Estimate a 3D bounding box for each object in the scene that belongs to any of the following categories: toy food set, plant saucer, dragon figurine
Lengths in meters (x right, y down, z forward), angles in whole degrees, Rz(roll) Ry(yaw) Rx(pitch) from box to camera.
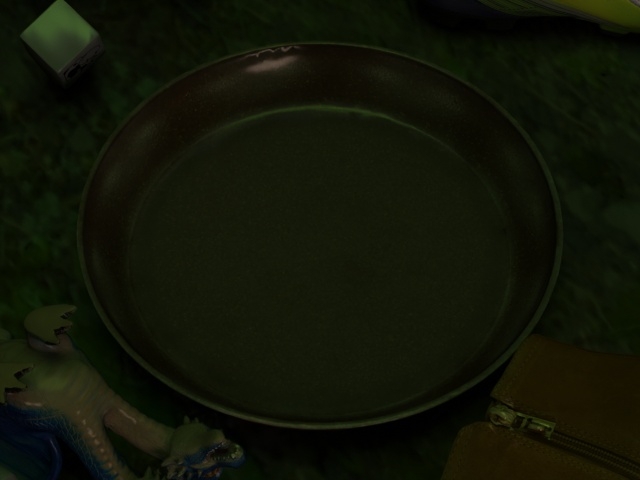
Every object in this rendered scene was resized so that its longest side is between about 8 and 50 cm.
[{"bbox_3d":[-0.184,-0.166,1.395,0.111,0.104,0.232,43,81,12],"label":"toy food set"},{"bbox_3d":[0.000,0.000,1.280,0.311,0.050,0.310,0,52,0],"label":"plant saucer"},{"bbox_3d":[-0.185,0.096,1.183,0.289,0.144,0.085,11,53,32],"label":"dragon figurine"}]

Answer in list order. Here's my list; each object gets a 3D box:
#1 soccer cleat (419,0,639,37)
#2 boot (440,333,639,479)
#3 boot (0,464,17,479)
[{"bbox_3d":[0.204,-0.208,1.392,0.289,0.121,0.093,-1,53,-1],"label":"soccer cleat"},{"bbox_3d":[0.155,0.199,1.117,0.211,0.104,0.295,11,62,24],"label":"boot"},{"bbox_3d":[-0.288,0.202,1.095,0.123,0.095,0.258,31,59,13],"label":"boot"}]
